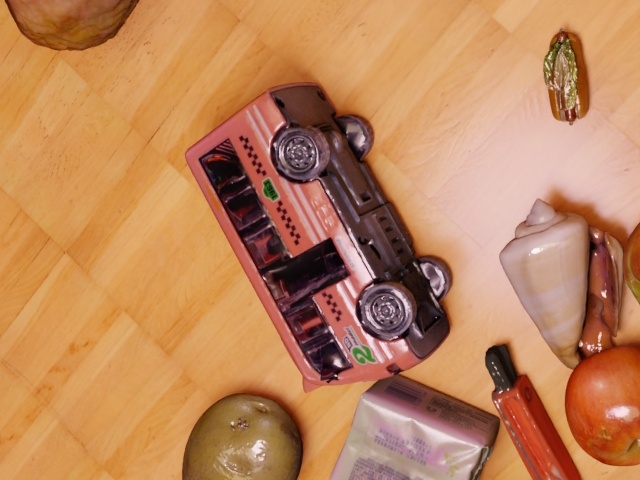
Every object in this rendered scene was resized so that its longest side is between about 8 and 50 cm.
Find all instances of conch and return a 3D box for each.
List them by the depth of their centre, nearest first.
[{"bbox_3d":[0.329,0.053,1.388,0.158,0.127,0.255,-17,119,-7],"label":"conch"}]

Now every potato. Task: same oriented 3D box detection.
[{"bbox_3d":[-0.129,0.359,1.570,0.174,0.159,0.251,40,121,34],"label":"potato"}]

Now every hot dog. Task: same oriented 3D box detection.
[{"bbox_3d":[0.331,-0.221,1.360,0.056,0.041,0.133,-5,98,20],"label":"hot dog"}]

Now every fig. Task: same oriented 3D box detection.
[{"bbox_3d":[-0.310,-0.438,1.479,0.369,0.286,0.286,-16,95,-10],"label":"fig"}]

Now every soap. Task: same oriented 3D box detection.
[{"bbox_3d":[0.138,0.319,1.475,0.199,0.138,0.182,22,105,15],"label":"soap"}]

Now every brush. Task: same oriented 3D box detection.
[{"bbox_3d":[0.316,0.299,1.448,0.051,0.070,0.323,-28,91,26],"label":"brush"}]

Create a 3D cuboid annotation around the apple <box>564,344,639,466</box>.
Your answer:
[{"bbox_3d":[0.410,0.221,1.357,0.163,0.163,0.139,-32,47,22],"label":"apple"}]

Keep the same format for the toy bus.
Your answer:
[{"bbox_3d":[0.000,0.000,1.436,0.233,0.203,0.427,-29,89,26],"label":"toy bus"}]

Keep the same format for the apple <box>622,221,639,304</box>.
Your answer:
[{"bbox_3d":[0.487,0.038,1.276,0.196,0.196,0.196,4,101,19],"label":"apple"}]
